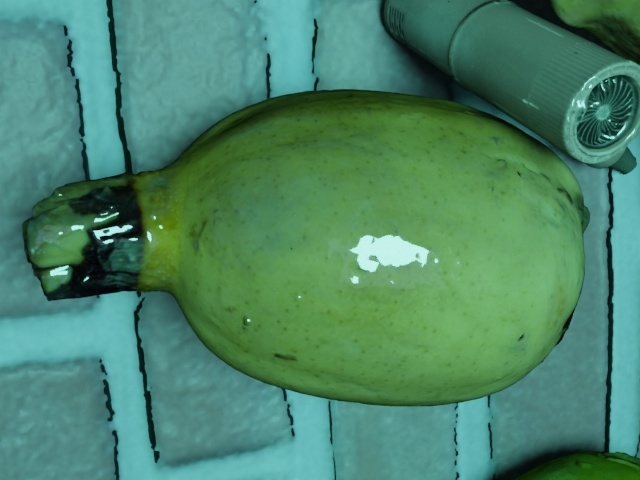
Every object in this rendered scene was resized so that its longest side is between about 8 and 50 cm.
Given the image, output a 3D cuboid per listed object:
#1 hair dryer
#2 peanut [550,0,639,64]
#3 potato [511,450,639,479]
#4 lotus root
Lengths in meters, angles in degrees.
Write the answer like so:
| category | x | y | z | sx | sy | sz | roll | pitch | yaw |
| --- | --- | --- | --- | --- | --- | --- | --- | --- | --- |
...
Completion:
| category | x | y | z | sx | sy | sz | roll | pitch | yaw |
| --- | --- | --- | --- | --- | --- | --- | --- | --- | --- |
| hair dryer | 0.158 | -0.069 | 0.516 | 0.220 | 0.195 | 0.054 | 31 | 103 | -35 |
| peanut | 0.234 | -0.141 | 0.421 | 0.236 | 0.110 | 0.120 | -1 | 127 | 7 |
| potato | 0.166 | 0.255 | 0.588 | 0.253 | 0.148 | 0.186 | -22 | 122 | -20 |
| lotus root | 0.000 | 0.000 | 0.470 | 0.310 | 0.183 | 0.183 | 4 | 99 | -12 |
